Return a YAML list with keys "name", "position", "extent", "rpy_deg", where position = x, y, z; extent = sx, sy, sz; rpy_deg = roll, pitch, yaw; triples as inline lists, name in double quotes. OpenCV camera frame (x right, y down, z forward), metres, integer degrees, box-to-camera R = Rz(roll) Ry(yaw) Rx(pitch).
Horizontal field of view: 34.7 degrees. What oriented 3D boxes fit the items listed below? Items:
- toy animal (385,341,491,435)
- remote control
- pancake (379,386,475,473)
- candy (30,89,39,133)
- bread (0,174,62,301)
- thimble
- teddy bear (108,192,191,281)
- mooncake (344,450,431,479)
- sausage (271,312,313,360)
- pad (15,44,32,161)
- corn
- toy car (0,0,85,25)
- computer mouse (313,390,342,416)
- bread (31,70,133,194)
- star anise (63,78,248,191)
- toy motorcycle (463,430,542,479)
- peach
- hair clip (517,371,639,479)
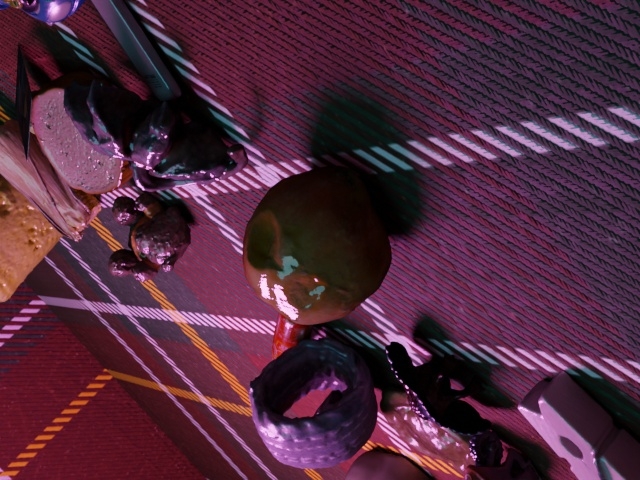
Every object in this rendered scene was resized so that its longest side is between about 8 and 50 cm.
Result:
- name: "toy animal"
  position: [0.171, 0.251, 1.676]
  extent: [0.218, 0.116, 0.179]
  rpy_deg: [39, 156, -6]
- name: "remote control"
  position: [-0.295, -0.325, 1.566]
  extent: [0.067, 0.029, 0.261]
  rpy_deg: [8, 136, 53]
- name: "pancake"
  position: [0.204, 0.356, 1.895]
  extent: [0.236, 0.042, 0.222]
  rpy_deg: [31, 156, 28]
- name: "candy"
  position: [-0.452, -0.224, 1.945]
  extent: [0.335, 0.092, 0.093]
  rpy_deg: [15, 108, 35]
- name: "bread"
  position: [-0.777, -0.051, 2.435]
  extent: [0.348, 0.308, 0.348]
  rpy_deg: [45, 163, 18]
- name: "thimble"
  position: [-0.014, 0.300, 1.911]
  extent: [0.172, 0.236, 0.205]
  rpy_deg: [73, -176, -51]
- name: "teddy bear"
  position: [-0.330, -0.004, 2.041]
  extent: [0.140, 0.177, 0.190]
  rpy_deg: [4, -179, -34]
- name: "mooncake"
  position: [0.165, 0.576, 2.223]
  extent: [0.275, 0.135, 0.275]
  rpy_deg: [31, 151, 20]
- name: "sausage"
  position: [-0.052, 0.178, 1.970]
  extent: [0.074, 0.074, 0.274]
  rpy_deg: [38, 155, 13]
- name: "pad"
  position: [-0.557, -0.259, 1.921]
  extent: [0.211, 0.003, 0.143]
  rpy_deg: [-121, 37, -49]
- name: "corn"
  position: [-0.614, -0.132, 2.275]
  extent: [0.305, 0.123, 0.122]
  rpy_deg: [45, -178, -5]
- name: "toy car"
  position: [-0.379, -0.379, 1.404]
  extent: [0.314, 0.198, 0.166]
  rpy_deg: [23, 157, 38]
- name: "computer mouse"
  position: [0.017, 0.377, 2.167]
  extent: [0.057, 0.099, 0.172]
  rpy_deg: [29, 152, -2]
- name: "bread"
  position: [-0.423, -0.194, 1.853]
  extent: [0.236, 0.070, 0.236]
  rpy_deg: [21, 133, 25]
- name: "star anise"
  position: [-0.274, -0.157, 1.637]
  extent: [0.315, 0.139, 0.359]
  rpy_deg: [20, 172, -6]
- name: "toy motorcycle"
  position: [0.315, 0.422, 1.732]
  extent: [0.212, 0.118, 0.084]
  rpy_deg: [47, 141, -9]
- name: "peach"
  position: [0.000, 0.000, 1.449]
  extent: [0.214, 0.214, 0.235]
  rpy_deg: [37, 138, 15]
- name: "hair clip"
  position: [0.423, 0.327, 1.444]
  extent: [0.331, 0.085, 0.101]
  rpy_deg: [48, 155, 5]
